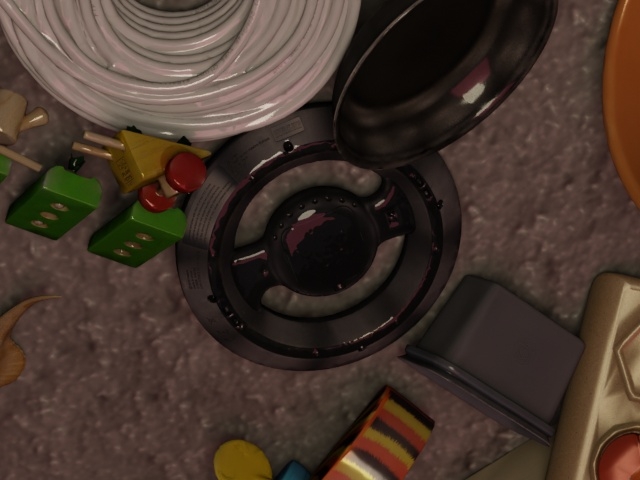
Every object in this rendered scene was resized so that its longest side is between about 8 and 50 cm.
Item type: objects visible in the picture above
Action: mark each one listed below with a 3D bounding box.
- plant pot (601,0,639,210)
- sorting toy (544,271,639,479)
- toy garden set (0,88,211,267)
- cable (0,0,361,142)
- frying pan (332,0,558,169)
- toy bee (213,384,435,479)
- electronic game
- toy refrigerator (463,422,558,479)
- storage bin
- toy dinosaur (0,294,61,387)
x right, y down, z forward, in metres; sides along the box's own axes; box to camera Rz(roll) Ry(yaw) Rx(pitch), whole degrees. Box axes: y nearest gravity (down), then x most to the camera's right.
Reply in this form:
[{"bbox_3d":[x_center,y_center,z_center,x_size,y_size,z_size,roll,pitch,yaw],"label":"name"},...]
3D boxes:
[{"bbox_3d":[0.372,-0.121,1.210,0.203,0.291,0.291,9,120,-33],"label":"plant pot"},{"bbox_3d":[0.314,0.103,1.370,0.229,0.041,0.307,13,89,19],"label":"sorting toy"},{"bbox_3d":[-0.205,-0.062,1.223,0.244,0.049,0.204,21,159,-19],"label":"toy garden set"},{"bbox_3d":[-0.100,-0.191,1.192,0.257,0.089,0.257,-22,122,4],"label":"cable"},{"bbox_3d":[0.121,-0.177,1.207,0.197,0.053,0.326,2,133,-52],"label":"frying pan"},{"bbox_3d":[-0.012,0.267,1.417,0.195,0.162,0.298,18,111,5],"label":"toy bee"},{"bbox_3d":[0.000,0.000,1.341,0.229,0.048,0.229,-6,117,-13],"label":"electronic game"},{"bbox_3d":[0.179,0.248,1.492,0.269,0.094,0.102,-34,115,10],"label":"toy refrigerator"},{"bbox_3d":[0.144,0.093,1.402,0.135,0.098,0.091,34,83,-24],"label":"storage bin"},{"bbox_3d":[-0.275,0.091,1.364,0.092,0.053,0.183,7,128,-30],"label":"toy dinosaur"}]
